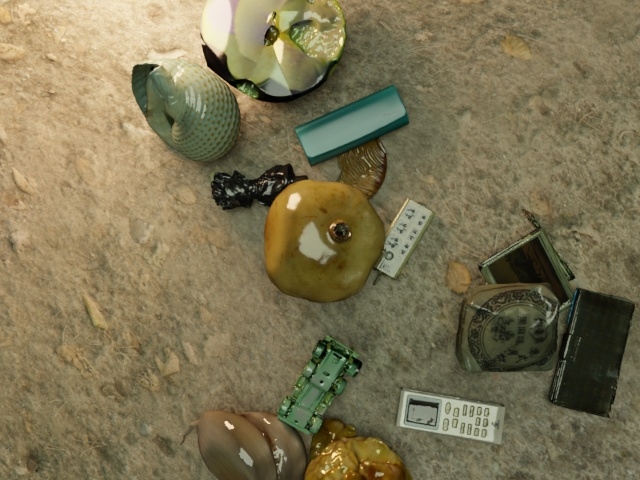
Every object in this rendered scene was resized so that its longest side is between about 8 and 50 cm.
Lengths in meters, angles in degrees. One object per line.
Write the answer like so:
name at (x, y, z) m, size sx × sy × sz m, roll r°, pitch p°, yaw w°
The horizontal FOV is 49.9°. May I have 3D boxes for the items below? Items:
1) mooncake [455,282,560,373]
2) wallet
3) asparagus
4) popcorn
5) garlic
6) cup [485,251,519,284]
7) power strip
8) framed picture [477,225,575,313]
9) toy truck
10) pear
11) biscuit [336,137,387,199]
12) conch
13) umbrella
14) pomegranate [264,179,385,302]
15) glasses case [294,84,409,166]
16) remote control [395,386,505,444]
mooncake at (0.480, 0.229, 1.768) m, size 0.250 × 0.136 × 0.254 m, roll -2°, pitch 111°, yaw 1°
wallet at (0.719, 0.295, 1.821) m, size 0.169 × 0.044 × 0.317 m, roll 14°, pitch 88°, yaw -1°
asparagus at (0.619, 0.009, 1.872) m, size 0.022 × 0.023 × 0.233 m, roll -25°, pitch 80°, yaw -43°
popcorn at (0.077, 0.612, 1.763) m, size 0.265 × 0.225 × 0.332 m, roll -17°, pitch 46°, yaw -35°
garlic at (-0.188, 0.552, 1.838) m, size 0.340 × 0.231 × 0.246 m, roll 40°, pitch 134°, yaw 23°
cup at (0.483, 0.078, 1.847) m, size 0.077 × 0.078 × 0.100 m, roll -12°, pitch 102°, yaw 0°
power strip at (0.215, 0.009, 1.900) m, size 0.092 × 0.034 × 0.268 m, roll 31°, pitch 88°, yaw 7°
framed picture at (0.553, 0.116, 1.819) m, size 0.197 × 0.014 × 0.252 m, roll -32°, pitch 107°, yaw 2°
toy truck at (-0.004, 0.382, 1.840) m, size 0.128 × 0.135 × 0.260 m, roll 31°, pitch 92°, yaw -4°
pear at (-0.119, -0.558, 1.918) m, size 0.398 × 0.165 × 0.399 m, roll 0°, pitch 85°, yaw 5°
biscuit at (0.098, -0.231, 1.936) m, size 0.176 × 0.031 × 0.229 m, roll -39°, pitch 83°, yaw -1°
conch at (-0.358, -0.378, 1.878) m, size 0.303 × 0.319 × 0.215 m, roll 25°, pitch 55°, yaw 34°
umbrella at (-0.167, -0.144, 1.920) m, size 0.272 × 0.110 × 0.122 m, roll -6°, pitch 84°, yaw 0°
pomegranate at (0.000, 0.000, 1.786) m, size 0.332 × 0.332 × 0.333 m, roll 0°, pitch 85°, yaw 5°
glasses case at (0.086, -0.319, 1.900) m, size 0.301 × 0.070 × 0.117 m, roll -24°, pitch 78°, yaw -1°
remote control at (0.345, 0.467, 1.835) m, size 0.277 × 0.055 × 0.103 m, roll 8°, pitch 85°, yaw 6°
